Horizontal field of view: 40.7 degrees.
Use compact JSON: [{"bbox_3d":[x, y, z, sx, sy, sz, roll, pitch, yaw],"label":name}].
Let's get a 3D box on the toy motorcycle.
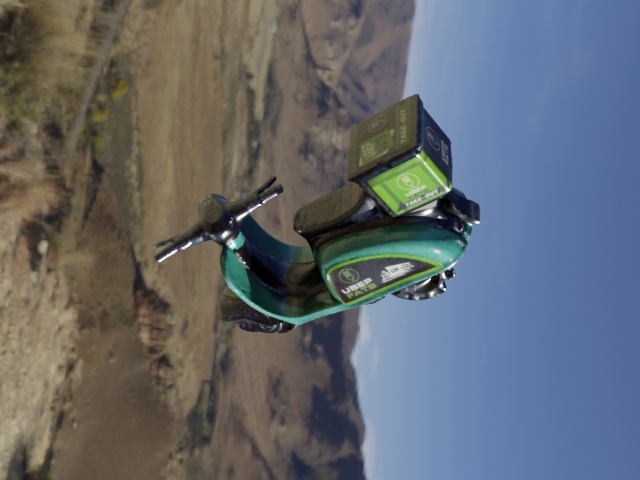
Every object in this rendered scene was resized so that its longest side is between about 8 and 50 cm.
[{"bbox_3d":[0.000,0.000,0.450,0.100,0.173,0.058,45,36,-33],"label":"toy motorcycle"}]
